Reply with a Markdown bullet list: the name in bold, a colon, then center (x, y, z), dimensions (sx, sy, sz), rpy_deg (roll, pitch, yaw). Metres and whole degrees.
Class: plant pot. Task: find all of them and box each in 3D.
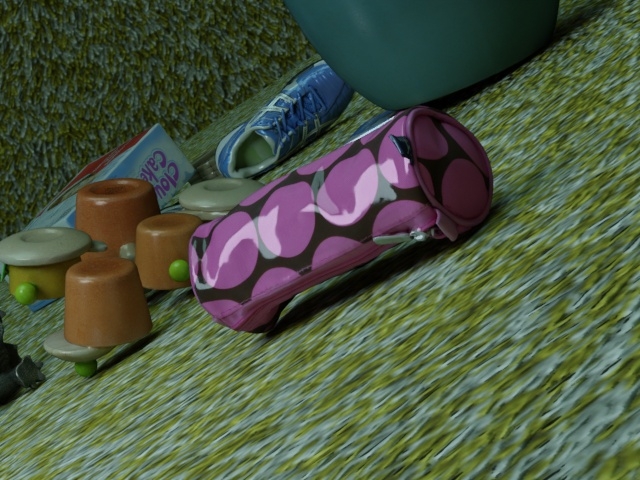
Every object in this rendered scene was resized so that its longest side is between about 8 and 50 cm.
- **plant pot**: center (0.098, -0.267, 1.756), dimensions (0.293, 0.235, 0.293), rpy_deg (-24, 11, 5)

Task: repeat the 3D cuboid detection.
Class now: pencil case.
- **pencil case**: center (0.007, -0.007, 1.176), dimensions (0.209, 0.095, 0.098), rpy_deg (-29, 50, 36)

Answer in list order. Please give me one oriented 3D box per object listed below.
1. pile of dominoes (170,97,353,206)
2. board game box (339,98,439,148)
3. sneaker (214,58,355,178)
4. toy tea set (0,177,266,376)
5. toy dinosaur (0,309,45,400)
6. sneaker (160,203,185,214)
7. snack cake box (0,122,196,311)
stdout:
- **pile of dominoes**: center (-0.096, -0.124, 2.435), dimensions (0.251, 0.040, 0.196), rpy_deg (-25, 11, 46)
- **board game box**: center (0.070, -0.117, 1.817), dimensions (0.090, 0.020, 0.090), rpy_deg (-30, 8, 22)
- **sneaker**: center (-0.037, -0.138, 2.198), dimensions (0.211, 0.080, 0.081), rpy_deg (-42, 13, 9)
- **toy tea set**: center (-0.176, 0.040, 1.646), dimensions (0.200, 0.124, 0.336), rpy_deg (3, 20, 22)
- **toy dinosaur**: center (-0.357, 0.146, 1.687), dimensions (0.160, 0.121, 0.313), rpy_deg (-42, 4, 46)
- **sneaker**: center (-0.170, 0.008, 1.855), dimensions (0.170, 0.063, 0.075), rpy_deg (-29, 8, -5)
- **snack cake box**: center (-0.293, -0.033, 2.383), dimensions (0.152, 0.089, 0.264), rpy_deg (-28, 16, 37)
